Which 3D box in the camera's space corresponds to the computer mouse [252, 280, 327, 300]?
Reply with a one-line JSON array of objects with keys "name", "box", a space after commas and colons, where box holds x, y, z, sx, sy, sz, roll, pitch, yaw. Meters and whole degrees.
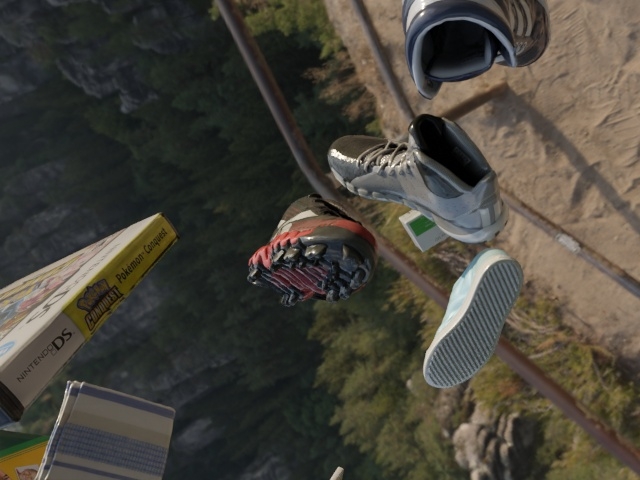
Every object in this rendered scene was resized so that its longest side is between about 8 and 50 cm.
[{"name": "computer mouse", "box": [0.003, 0.069, 1.121, 0.184, 0.262, 0.060, 12, 96, 30]}]

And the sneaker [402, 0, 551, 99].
[{"name": "sneaker", "box": [0.161, -0.197, 0.543, 0.099, 0.282, 0.153, -17, 69, 36]}]

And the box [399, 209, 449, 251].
[{"name": "box", "box": [0.258, -0.039, 1.325, 0.087, 0.101, 0.102, 57, -174, -9]}]

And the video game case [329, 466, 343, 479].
[{"name": "video game case", "box": [0.002, 0.401, 0.806, 0.011, 0.122, 0.087, 15, 105, 19]}]

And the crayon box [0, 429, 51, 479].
[{"name": "crayon box", "box": [-0.504, 0.470, 0.946, 0.165, 0.081, 0.278, 35, -165, -47]}]

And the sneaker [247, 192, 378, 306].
[{"name": "sneaker", "box": [0.000, 0.000, 0.634, 0.098, 0.135, 0.276, 37, 162, -11]}]

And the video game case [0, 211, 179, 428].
[{"name": "video game case", "box": [-0.280, 0.086, 0.467, 0.275, 0.248, 0.035, -22, 111, 20]}]

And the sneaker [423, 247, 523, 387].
[{"name": "sneaker", "box": [0.356, 0.182, 1.314, 0.135, 0.150, 0.365, 27, 107, -5]}]

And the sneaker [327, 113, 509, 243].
[{"name": "sneaker", "box": [0.091, -0.092, 0.577, 0.229, 0.086, 0.132, 28, 161, 31]}]

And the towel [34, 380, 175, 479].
[{"name": "towel", "box": [-0.376, 0.400, 0.953, 0.209, 0.284, 0.034, 24, 138, -24]}]
